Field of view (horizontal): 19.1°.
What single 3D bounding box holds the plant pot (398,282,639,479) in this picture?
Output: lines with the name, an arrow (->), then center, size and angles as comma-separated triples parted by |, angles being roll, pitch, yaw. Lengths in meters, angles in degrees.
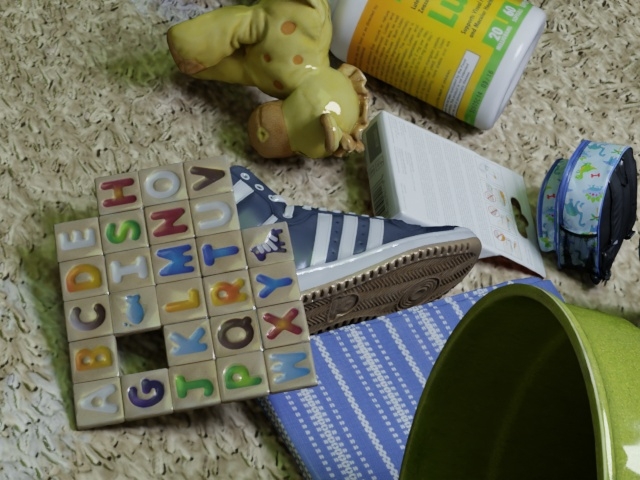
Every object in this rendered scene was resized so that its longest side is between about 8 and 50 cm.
plant pot -> 0.277, 0.238, 1.369 | 0.353, 0.366, 0.366 | 9, 43, -17

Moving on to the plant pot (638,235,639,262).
plant pot -> 0.410, 0.113, 1.638 | 0.271, 0.272, 0.255 | 13, 58, -9

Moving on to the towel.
towel -> 0.123, 0.156, 1.634 | 0.336, 0.040, 0.243 | -13, 54, -29

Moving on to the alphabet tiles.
alphabet tiles -> -0.118, 0.035, 1.591 | 0.198, 0.009, 0.237 | -10, 59, -2

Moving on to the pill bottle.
pill bottle -> 0.092, -0.223, 1.929 | 0.245, 0.136, 0.136 | 27, 42, 6

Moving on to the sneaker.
sneaker -> 0.000, 0.000, 1.692 | 0.282, 0.099, 0.153 | -16, 55, -30

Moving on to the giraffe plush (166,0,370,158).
giraffe plush -> -0.025, -0.152, 1.812 | 0.181, 0.210, 0.171 | -19, 89, -53

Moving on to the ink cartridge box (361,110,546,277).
ink cartridge box -> 0.126, -0.035, 1.828 | 0.179, 0.045, 0.145 | 25, 38, -29

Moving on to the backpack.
backpack -> 0.254, -0.037, 1.819 | 0.084, 0.114, 0.105 | 14, 41, 20
